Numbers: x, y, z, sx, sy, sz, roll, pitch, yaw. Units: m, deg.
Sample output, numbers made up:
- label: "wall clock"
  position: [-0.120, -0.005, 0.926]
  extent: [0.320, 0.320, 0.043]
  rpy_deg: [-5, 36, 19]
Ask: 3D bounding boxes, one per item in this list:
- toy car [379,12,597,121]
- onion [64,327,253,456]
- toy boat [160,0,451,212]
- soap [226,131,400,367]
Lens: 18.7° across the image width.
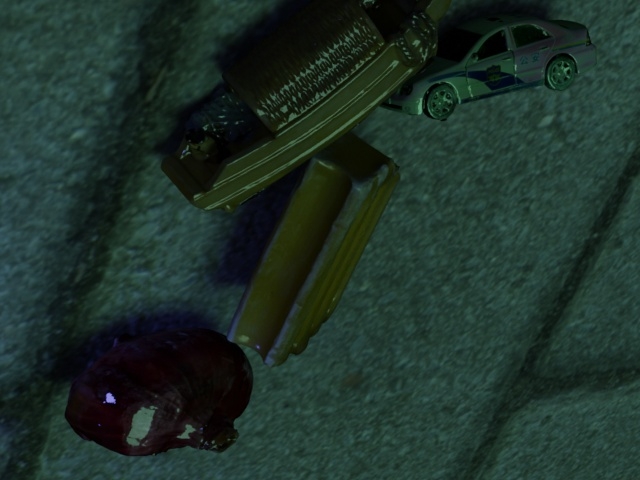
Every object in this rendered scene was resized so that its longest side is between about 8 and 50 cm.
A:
- label: "toy car"
  position: [0.155, -0.173, 1.869]
  extent: [0.224, 0.090, 0.076]
  rpy_deg: [-15, 110, -24]
- label: "onion"
  position: [-0.145, 0.140, 1.922]
  extent: [0.206, 0.151, 0.098]
  rpy_deg: [-18, 126, -47]
- label: "toy boat"
  position: [-0.014, -0.149, 1.760]
  extent: [0.310, 0.089, 0.115]
  rpy_deg: [-36, 145, -2]
- label: "soap"
  position: [0.000, 0.000, 1.895]
  extent: [0.140, 0.073, 0.232]
  rpy_deg: [-45, 164, -57]
